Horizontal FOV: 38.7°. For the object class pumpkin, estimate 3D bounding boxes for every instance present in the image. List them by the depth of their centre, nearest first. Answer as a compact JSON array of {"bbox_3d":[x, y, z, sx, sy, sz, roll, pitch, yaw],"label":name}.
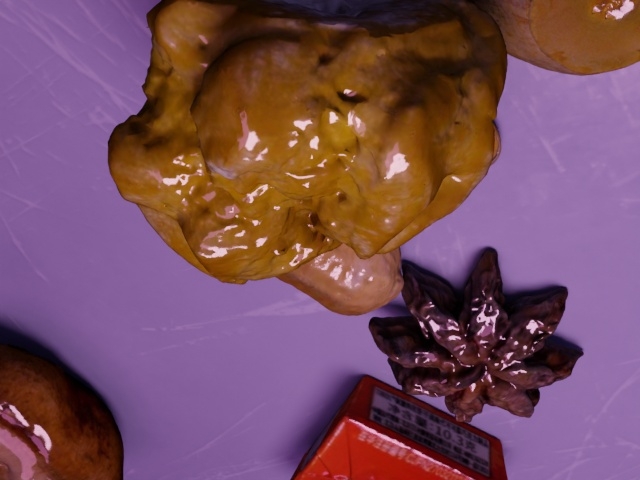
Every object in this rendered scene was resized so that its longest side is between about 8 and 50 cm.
[{"bbox_3d":[0.212,-0.215,0.748,0.218,0.110,0.217,5,128,7],"label":"pumpkin"}]

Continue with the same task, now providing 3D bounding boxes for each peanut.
[{"bbox_3d":[0.000,0.000,0.980,0.224,0.129,0.129,42,129,-18],"label":"peanut"}]

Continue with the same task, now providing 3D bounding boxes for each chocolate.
[{"bbox_3d":[0.101,0.312,1.217,0.238,0.108,0.234,27,132,-3],"label":"chocolate"}]

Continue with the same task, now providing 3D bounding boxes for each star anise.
[{"bbox_3d":[0.172,0.131,1.046,0.236,0.109,0.223,-9,129,23],"label":"star anise"}]

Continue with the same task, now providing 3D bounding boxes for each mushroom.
[{"bbox_3d":[-0.449,0.300,1.287,0.346,0.259,0.345,9,130,11],"label":"mushroom"}]

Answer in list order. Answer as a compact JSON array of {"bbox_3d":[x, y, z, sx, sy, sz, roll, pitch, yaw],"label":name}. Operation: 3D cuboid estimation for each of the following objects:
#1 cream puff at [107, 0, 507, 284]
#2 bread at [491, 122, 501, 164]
[{"bbox_3d":[0.010,-0.085,0.763,0.274,0.323,0.269,22,126,23],"label":"cream puff"},{"bbox_3d":[0.128,-0.097,0.921,0.110,0.024,0.110,9,130,11],"label":"bread"}]
